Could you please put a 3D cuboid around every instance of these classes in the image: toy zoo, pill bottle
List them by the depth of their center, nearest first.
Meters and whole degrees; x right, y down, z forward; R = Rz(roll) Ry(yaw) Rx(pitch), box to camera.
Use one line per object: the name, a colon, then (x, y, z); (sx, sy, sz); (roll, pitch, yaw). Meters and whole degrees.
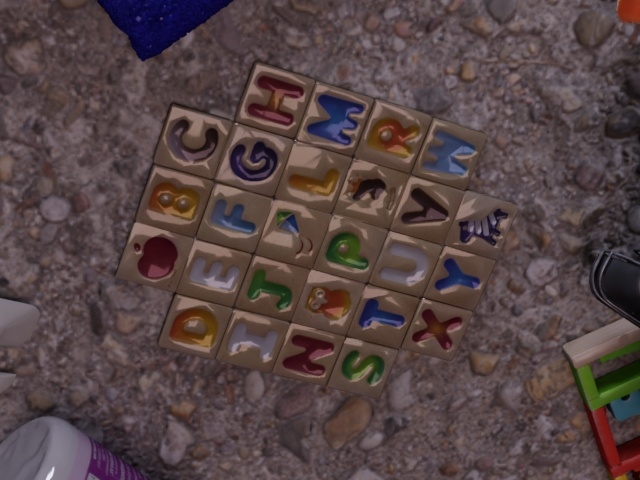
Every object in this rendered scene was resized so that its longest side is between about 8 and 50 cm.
pill bottle: (-0.183, 0.309, 1.241); (0.169, 0.169, 0.301); (-44, 114, 9)
toy zoo: (0.380, 0.191, 1.378); (0.192, 0.030, 0.293); (-23, 116, -1)

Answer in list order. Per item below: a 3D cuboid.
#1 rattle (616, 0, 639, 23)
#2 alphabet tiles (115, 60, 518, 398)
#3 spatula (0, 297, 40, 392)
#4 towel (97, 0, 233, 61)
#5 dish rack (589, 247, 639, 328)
rattle: (0.368, -0.202, 1.203); (0.199, 0.143, 0.130); (-13, 84, 11)
alphabet tiles: (0.000, 0.000, 1.228); (0.342, 0.011, 0.285); (15, 110, -17)
spatula: (-0.375, 0.115, 1.159); (0.242, 0.019, 0.168); (8, 119, -37)
towel: (-0.084, -0.310, 1.038); (0.308, 0.076, 0.228); (-37, 115, 6)
dish rack: (0.401, -0.018, 1.254); (0.208, 0.074, 0.272); (31, 85, -22)
